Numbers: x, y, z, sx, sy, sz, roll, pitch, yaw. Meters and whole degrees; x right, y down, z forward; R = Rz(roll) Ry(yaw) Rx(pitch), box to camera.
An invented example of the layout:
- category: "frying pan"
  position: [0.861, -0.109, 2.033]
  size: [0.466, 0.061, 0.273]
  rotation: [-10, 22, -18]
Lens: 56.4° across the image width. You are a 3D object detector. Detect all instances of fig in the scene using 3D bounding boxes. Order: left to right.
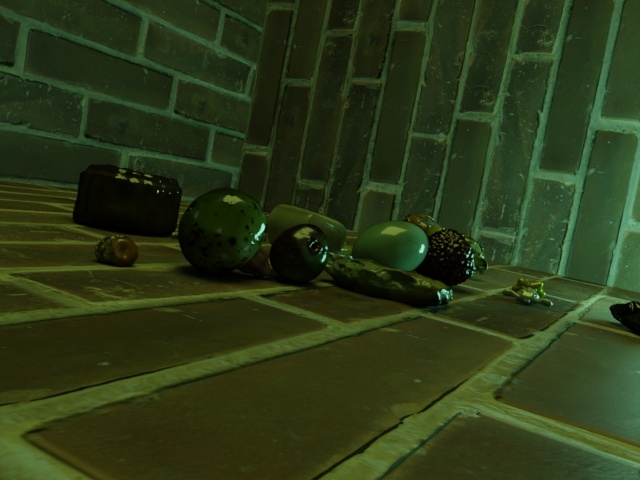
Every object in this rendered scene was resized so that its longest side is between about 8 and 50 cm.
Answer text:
- category: "fig"
  position: [-0.078, 0.040, 1.464]
  size: [0.149, 0.149, 0.245]
  rotation: [8, -16, -30]

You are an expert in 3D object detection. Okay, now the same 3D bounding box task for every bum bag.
- category: "bum bag"
  position: [0.885, 0.215, 1.603]
  size: [0.142, 0.079, 0.326]
  rotation: [14, 4, -3]

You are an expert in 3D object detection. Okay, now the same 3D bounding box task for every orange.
- category: "orange"
  position: [-0.421, 0.018, 1.242]
  size: [0.086, 0.062, 0.086]
  rotation: [12, 3, -1]

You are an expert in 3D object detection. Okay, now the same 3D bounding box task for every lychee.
- category: "lychee"
  position: [0.374, 0.060, 1.822]
  size: [0.188, 0.188, 0.188]
  rotation: [10, 5, -1]

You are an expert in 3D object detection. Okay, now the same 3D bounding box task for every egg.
- category: "egg"
  position: [0.203, 0.027, 1.733]
  size: [0.231, 0.168, 0.168]
  rotation: [-14, 11, -14]

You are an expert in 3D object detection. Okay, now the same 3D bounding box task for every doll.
- category: "doll"
  position: [0.616, 0.164, 1.800]
  size: [0.135, 0.071, 0.113]
  rotation: [4, 24, -3]

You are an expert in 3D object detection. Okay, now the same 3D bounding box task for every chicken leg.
- category: "chicken leg"
  position: [0.414, 0.044, 2.259]
  size: [0.430, 0.201, 0.152]
  rotation: [5, -24, 8]

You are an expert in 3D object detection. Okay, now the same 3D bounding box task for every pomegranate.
- category: "pomegranate"
  position: [-0.196, -0.002, 1.346]
  size: [0.248, 0.214, 0.214]
  rotation: [45, -12, -27]

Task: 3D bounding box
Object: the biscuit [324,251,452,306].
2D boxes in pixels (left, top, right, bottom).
- category: "biscuit"
  position: [0.178, 0.102, 1.483]
  size: [0.329, 0.078, 0.335]
  rotation: [11, 4, -22]

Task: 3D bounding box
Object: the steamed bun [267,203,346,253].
- category: "steamed bun"
  position: [-0.042, -0.012, 1.844]
  size: [0.200, 0.154, 0.250]
  rotation: [17, 1, 31]

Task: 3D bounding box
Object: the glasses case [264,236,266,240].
- category: "glasses case"
  position: [-0.262, -0.031, 2.284]
  size: [0.072, 0.042, 0.191]
  rotation: [17, 2, -21]

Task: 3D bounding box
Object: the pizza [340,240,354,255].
- category: "pizza"
  position: [0.000, 0.000, 2.218]
  size: [0.324, 0.089, 0.223]
  rotation: [7, 9, -39]

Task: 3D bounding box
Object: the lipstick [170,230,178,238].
- category: "lipstick"
  position: [-0.414, -0.019, 1.845]
  size: [0.037, 0.037, 0.116]
  rotation: [15, 11, 43]

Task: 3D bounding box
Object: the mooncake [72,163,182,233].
- category: "mooncake"
  position: [-0.592, -0.128, 1.857]
  size: [0.324, 0.187, 0.324]
  rotation: [10, 2, 0]

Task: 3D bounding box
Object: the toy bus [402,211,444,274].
- category: "toy bus"
  position: [0.328, 0.022, 1.971]
  size: [0.126, 0.209, 0.136]
  rotation: [10, 15, -27]
